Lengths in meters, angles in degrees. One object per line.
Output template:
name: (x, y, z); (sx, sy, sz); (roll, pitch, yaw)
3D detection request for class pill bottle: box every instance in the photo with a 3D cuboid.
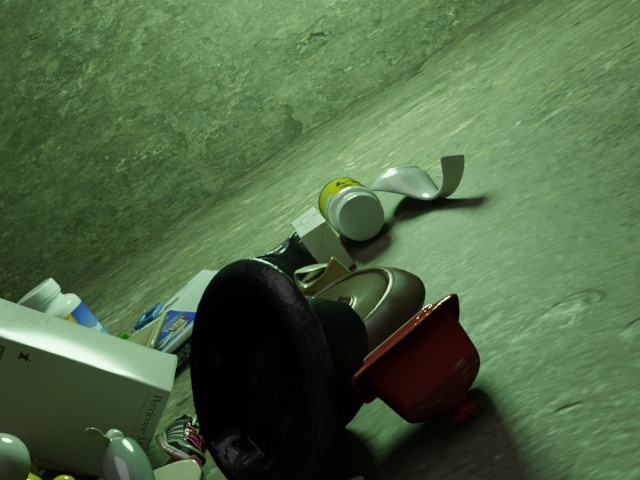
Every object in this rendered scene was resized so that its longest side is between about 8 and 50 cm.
pill bottle: (-0.669, 0.237, 1.861); (0.152, 0.272, 0.152); (-32, 17, 11)
pill bottle: (0.068, -0.070, 1.557); (0.119, 0.119, 0.208); (-35, 17, -1)

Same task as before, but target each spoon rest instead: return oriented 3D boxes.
spoon rest: (0.207, -0.123, 1.492); (0.137, 0.084, 0.276); (-8, 1, -22)

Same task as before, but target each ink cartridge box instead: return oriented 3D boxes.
ink cartridge box: (-0.313, 0.188, 1.676); (0.303, 0.072, 0.307); (-45, 17, -23)
ink cartridge box: (0.000, 0.000, 1.502); (0.067, 0.115, 0.198); (-35, 15, 0)

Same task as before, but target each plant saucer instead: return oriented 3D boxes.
plant saucer: (0.030, 0.136, 1.187); (0.311, 0.050, 0.310); (-31, 16, 10)

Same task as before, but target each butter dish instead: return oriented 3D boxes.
butter dish: (0.131, 0.161, 0.818); (0.160, 0.118, 0.160); (-40, -24, -7)

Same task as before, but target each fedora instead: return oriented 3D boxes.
fedora: (-0.039, 0.173, 0.909); (0.153, 0.333, 0.334); (-8, -3, -38)

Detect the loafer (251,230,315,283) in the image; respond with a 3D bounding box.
loafer: (-0.098, 0.069, 1.567); (0.302, 0.109, 0.095); (-39, -3, -36)

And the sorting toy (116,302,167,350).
sorting toy: (-0.405, 0.253, 1.501); (0.196, 0.047, 0.347); (-36, 17, 9)

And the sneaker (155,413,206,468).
sneaker: (-0.211, 0.316, 1.119); (0.075, 0.063, 0.170); (-47, 15, -19)

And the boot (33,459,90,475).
boot: (-0.476, 0.383, 1.431); (0.270, 0.089, 0.236); (-18, 29, 40)

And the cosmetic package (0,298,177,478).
cosmetic package: (-0.449, 0.246, 1.182); (0.155, 0.366, 0.196); (-117, 48, -75)

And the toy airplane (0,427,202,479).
toy airplane: (-0.400, 0.388, 0.911); (0.385, 0.272, 0.386); (-5, 14, 22)

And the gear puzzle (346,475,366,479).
gear puzzle: (-0.089, 0.377, 0.765); (0.339, 0.044, 0.175); (-29, 19, 28)

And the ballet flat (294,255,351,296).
ballet flat: (-0.044, 0.096, 1.392); (0.232, 0.073, 0.080); (-28, 17, 23)
